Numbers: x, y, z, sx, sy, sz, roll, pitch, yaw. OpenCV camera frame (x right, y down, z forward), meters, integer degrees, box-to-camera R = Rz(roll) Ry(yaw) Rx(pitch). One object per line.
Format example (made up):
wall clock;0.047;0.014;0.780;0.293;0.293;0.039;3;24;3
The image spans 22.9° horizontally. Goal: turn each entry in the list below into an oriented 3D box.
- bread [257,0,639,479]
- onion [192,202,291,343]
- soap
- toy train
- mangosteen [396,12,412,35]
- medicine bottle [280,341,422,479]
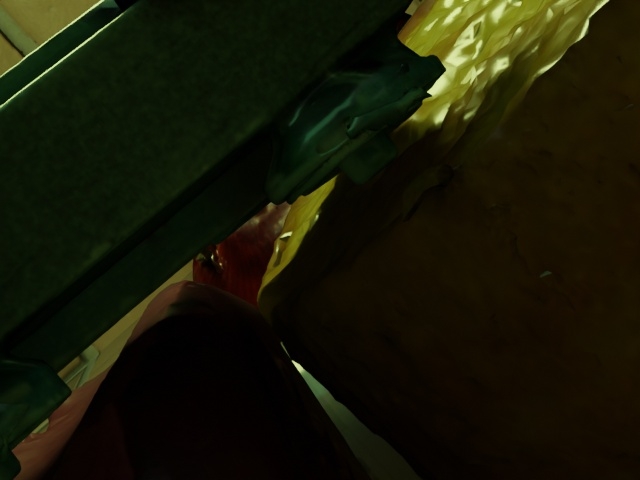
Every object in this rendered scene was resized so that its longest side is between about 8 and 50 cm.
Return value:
bread;0.149;-0.046;0.631;0.398;0.215;0.398;-51;10;13
onion;0.009;0.005;1.165;0.248;0.248;0.161;-42;-27;-2
soap;-0.030;0.146;0.546;0.127;0.220;0.325;-32;8;5
toy train;-0.091;-0.008;0.529;0.298;0.120;0.194;-40;1;-21
mangosteen;0.017;-0.075;1.413;0.287;0.233;0.287;-37;5;4
medicine bottle;-0.031;0.150;0.782;0.215;0.135;0.135;-42;8;0
